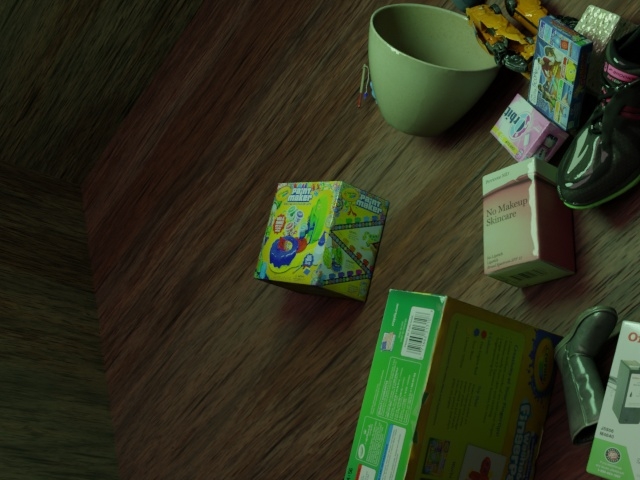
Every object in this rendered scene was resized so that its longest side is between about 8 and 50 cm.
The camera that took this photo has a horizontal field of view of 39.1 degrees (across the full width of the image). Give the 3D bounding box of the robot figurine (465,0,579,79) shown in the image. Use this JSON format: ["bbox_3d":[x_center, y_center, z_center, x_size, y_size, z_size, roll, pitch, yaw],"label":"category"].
[{"bbox_3d":[0.465,-0.472,2.062,0.211,0.085,0.291,-26,47,-3],"label":"robot figurine"}]

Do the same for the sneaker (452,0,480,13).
[{"bbox_3d":[0.400,-0.736,2.289,0.131,0.112,0.319,-16,63,52],"label":"sneaker"}]

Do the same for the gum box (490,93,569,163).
[{"bbox_3d":[0.460,-0.235,1.987,0.107,0.062,0.188,-56,26,19],"label":"gum box"}]

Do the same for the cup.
[{"bbox_3d":[0.254,-0.395,2.191,0.331,0.331,0.237,-115,31,-44],"label":"cup"}]

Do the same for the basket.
[{"bbox_3d":[0.585,-0.398,1.896,0.167,0.103,0.113,-61,37,13],"label":"basket"}]

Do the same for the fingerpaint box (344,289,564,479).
[{"bbox_3d":[0.258,0.353,1.746,0.163,0.371,0.444,5,79,52],"label":"fingerpaint box"}]

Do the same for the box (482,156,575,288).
[{"bbox_3d":[0.436,-0.035,1.902,0.149,0.127,0.232,-22,58,46],"label":"box"}]

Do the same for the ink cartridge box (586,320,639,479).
[{"bbox_3d":[0.582,0.284,1.495,0.198,0.115,0.273,6,79,53],"label":"ink cartridge box"}]

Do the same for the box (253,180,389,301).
[{"bbox_3d":[0.000,0.000,2.418,0.290,0.177,0.279,2,75,53],"label":"box"}]

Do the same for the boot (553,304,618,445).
[{"bbox_3d":[0.506,0.250,1.676,0.208,0.076,0.189,-82,12,-49],"label":"boot"}]

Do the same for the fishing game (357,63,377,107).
[{"bbox_3d":[0.214,-0.448,2.463,0.264,0.041,0.189,-8,68,42],"label":"fishing game"}]

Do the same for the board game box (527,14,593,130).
[{"bbox_3d":[0.495,-0.347,1.873,0.136,0.035,0.201,52,154,42],"label":"board game box"}]

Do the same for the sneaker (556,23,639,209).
[{"bbox_3d":[0.591,-0.284,1.750,0.483,0.202,0.185,-60,36,14],"label":"sneaker"}]
